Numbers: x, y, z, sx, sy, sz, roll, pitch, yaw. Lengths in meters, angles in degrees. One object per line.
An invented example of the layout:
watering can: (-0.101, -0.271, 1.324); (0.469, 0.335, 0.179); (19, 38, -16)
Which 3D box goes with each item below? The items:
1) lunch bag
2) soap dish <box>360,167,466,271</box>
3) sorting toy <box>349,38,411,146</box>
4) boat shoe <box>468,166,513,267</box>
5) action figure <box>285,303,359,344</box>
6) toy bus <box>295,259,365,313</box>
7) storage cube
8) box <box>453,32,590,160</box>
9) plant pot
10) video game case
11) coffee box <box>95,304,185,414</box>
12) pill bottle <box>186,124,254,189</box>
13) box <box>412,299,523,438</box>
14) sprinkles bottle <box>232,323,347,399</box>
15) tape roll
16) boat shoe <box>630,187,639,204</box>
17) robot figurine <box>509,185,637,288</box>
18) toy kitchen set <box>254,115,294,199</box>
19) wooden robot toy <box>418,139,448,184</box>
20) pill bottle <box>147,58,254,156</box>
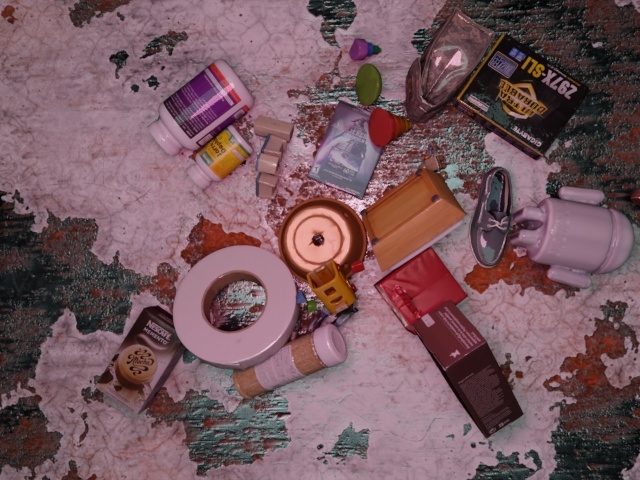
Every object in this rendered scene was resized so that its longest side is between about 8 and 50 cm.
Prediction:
lunch bag: (0.356, -0.502, 1.552); (0.169, 0.235, 0.287); (32, 90, -1)
soap dish: (0.259, -0.070, 1.525); (0.291, 0.229, 0.118); (-37, 123, 18)
sorting toy: (0.201, -0.475, 1.635); (0.126, 0.127, 0.366); (-10, 78, -27)
boat shoe: (0.534, -0.074, 1.591); (0.116, 0.099, 0.320); (7, 89, 5)
action figure: (-0.013, 0.289, 1.627); (0.185, 0.099, 0.285); (42, 96, -4)
toy bus: (0.047, 0.155, 1.463); (0.202, 0.104, 0.191); (6, 124, -18)
storage cube: (0.296, 0.151, 1.550); (0.193, 0.215, 0.184); (-36, 85, -3)
box: (0.626, -0.449, 1.609); (0.322, 0.079, 0.257); (36, 89, 5)
plant pot: (0.000, 0.000, 1.581); (0.290, 0.203, 0.291); (0, 87, 5)
video game case: (0.099, -0.296, 1.673); (0.196, 0.026, 0.274); (23, 91, 5)
coffee box: (-0.559, 0.379, 1.655); (0.168, 0.119, 0.297); (32, 91, 5)
pill bottle: (-0.327, -0.265, 1.658); (0.208, 0.117, 0.117); (-40, 85, 4)
box: (0.417, 0.366, 1.447); (0.143, 0.191, 0.381); (-35, 125, 2)
sprinkles bottle: (-0.096, 0.370, 1.555); (0.355, 0.121, 0.121); (-27, 86, 20)
tape roll: (-0.257, 0.200, 1.578); (0.392, 0.072, 0.392); (-3, 61, 6)
boat shoe: (1.083, -0.052, 1.537); (0.324, 0.123, 0.116); (29, 93, 7)
robot figurine: (0.756, -0.012, 1.520); (0.353, 0.200, 0.300); (10, 88, 5)
toy kitchen set: (-0.176, -0.269, 1.677); (0.122, 0.166, 0.207); (15, 53, 5)
wooden robot toy: (0.355, -0.230, 1.641); (0.079, 0.076, 0.173); (-19, 86, 39)
pill bottle: (-0.383, -0.414, 1.637); (0.323, 0.181, 0.181); (-37, 86, 2)
